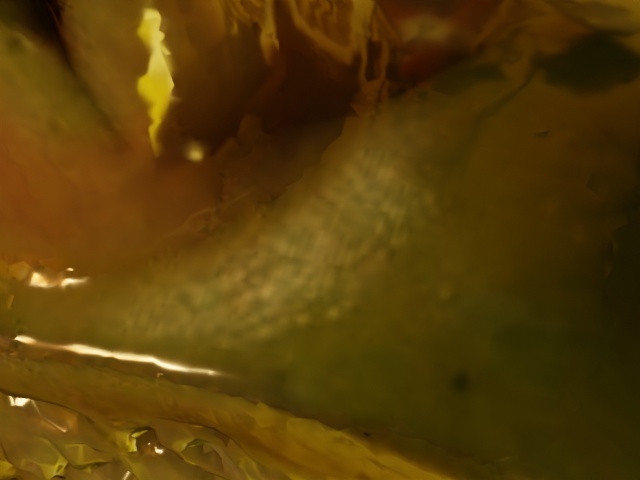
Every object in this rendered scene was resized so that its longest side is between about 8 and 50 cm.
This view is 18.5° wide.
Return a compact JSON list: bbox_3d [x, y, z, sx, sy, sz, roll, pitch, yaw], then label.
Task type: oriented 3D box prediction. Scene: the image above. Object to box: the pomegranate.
[{"bbox_3d":[0.000,0.000,0.495,0.216,0.310,0.358,-57,141,-37],"label":"pomegranate"}]
